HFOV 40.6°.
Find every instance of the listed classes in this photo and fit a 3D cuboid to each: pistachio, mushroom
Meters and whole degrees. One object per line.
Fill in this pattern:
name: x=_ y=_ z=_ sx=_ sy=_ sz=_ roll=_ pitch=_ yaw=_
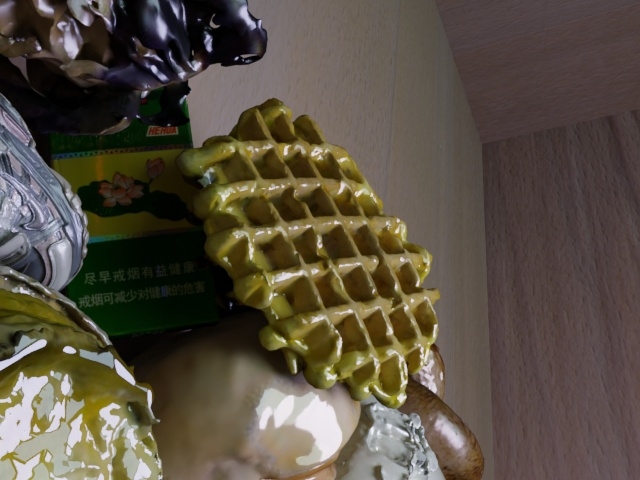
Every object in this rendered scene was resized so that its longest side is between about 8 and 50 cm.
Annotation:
pistachio: x=-0.081 y=0.171 z=0.838 sx=0.309 sy=0.229 sz=0.230 roll=-35 pitch=112 yaw=-71
mushroom: x=0.109 y=0.257 z=1.289 sx=0.263 sy=0.195 sz=0.283 roll=143 pitch=-73 yaw=-81

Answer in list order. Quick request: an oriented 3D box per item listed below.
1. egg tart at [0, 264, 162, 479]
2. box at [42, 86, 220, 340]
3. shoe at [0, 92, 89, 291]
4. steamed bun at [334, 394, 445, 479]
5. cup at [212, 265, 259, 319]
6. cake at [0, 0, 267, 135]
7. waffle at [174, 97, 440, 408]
egg tart: x=-0.204 y=0.166 z=0.531 sx=0.345 sy=0.132 sz=0.346 roll=24 pitch=61 yaw=-54
box: x=-0.173 y=-0.030 z=0.787 sx=0.034 sy=0.132 sz=0.235 roll=133 pitch=-53 yaw=-69
shoe: x=-0.247 y=-0.025 z=0.648 sx=0.092 sy=0.089 sz=0.180 roll=-69 pitch=140 yaw=-59
steamed bun: x=0.049 y=0.345 z=1.046 sx=0.334 sy=0.232 sz=0.312 roll=-73 pitch=149 yaw=-48
cup: x=-0.083 y=-0.015 z=0.969 sx=0.166 sy=0.176 sz=0.239 roll=-78 pitch=150 yaw=-46
cake: x=-0.157 y=-0.249 z=0.682 sx=0.332 sy=0.332 sz=0.321 roll=-51 pitch=132 yaw=-65
waffle: x=0.008 y=0.007 z=0.829 sx=0.329 sy=0.062 sz=0.329 roll=32 pitch=38 yaw=-29
